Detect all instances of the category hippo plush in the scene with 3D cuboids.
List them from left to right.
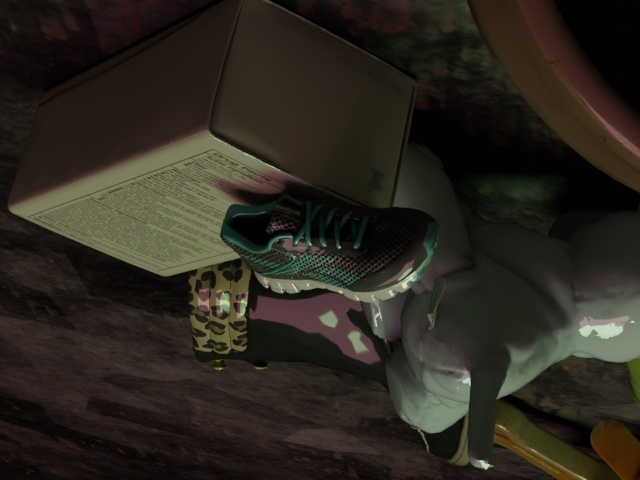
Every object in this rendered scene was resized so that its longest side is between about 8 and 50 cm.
[{"bbox_3d":[0.162,0.015,1.140,0.237,0.234,0.294,-16,179,-8],"label":"hippo plush"}]

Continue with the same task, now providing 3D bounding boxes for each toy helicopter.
[{"bbox_3d":[0.327,0.284,1.821,0.355,0.140,0.235,31,163,-13],"label":"toy helicopter"}]

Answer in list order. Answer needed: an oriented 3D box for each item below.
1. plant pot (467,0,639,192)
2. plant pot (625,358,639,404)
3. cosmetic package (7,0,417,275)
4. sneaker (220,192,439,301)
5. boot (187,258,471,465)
[{"bbox_3d":[0.164,-0.134,0.635,0.263,0.263,0.229,17,179,-10],"label":"plant pot"},{"bbox_3d":[0.315,0.105,1.410,0.083,0.083,0.079,-1,144,34],"label":"plant pot"},{"bbox_3d":[-0.090,-0.067,1.128,0.160,0.113,0.309,25,157,-31],"label":"cosmetic package"},{"bbox_3d":[0.000,0.000,0.999,0.166,0.065,0.076,-6,150,39],"label":"sneaker"},{"bbox_3d":[0.032,0.098,1.465,0.284,0.138,0.377,9,157,9],"label":"boot"}]
